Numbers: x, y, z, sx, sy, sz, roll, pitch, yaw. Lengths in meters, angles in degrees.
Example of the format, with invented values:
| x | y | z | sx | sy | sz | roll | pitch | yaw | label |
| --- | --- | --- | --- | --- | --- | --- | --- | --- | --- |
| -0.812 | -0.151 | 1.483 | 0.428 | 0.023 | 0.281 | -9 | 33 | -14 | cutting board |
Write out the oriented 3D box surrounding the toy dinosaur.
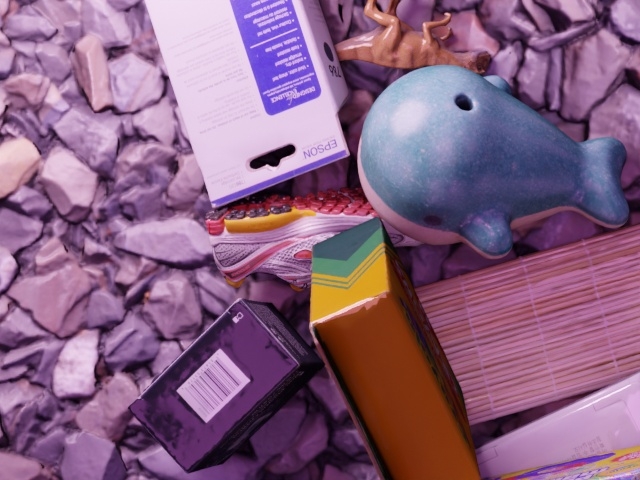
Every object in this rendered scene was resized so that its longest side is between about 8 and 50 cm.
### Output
| x | y | z | sx | sy | sz | roll | pitch | yaw | label |
| --- | --- | --- | --- | --- | --- | --- | --- | --- | --- |
| 0.065 | -0.201 | 1.953 | 0.211 | 0.064 | 0.112 | 1 | 89 | 9 | toy dinosaur |

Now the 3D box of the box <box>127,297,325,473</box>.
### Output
| x | y | z | sx | sy | sz | roll | pitch | yaw | label |
| --- | --- | --- | --- | --- | --- | --- | --- | --- | --- |
| -0.090 | 0.143 | 1.911 | 0.156 | 0.158 | 0.093 | -44 | 82 | 5 | box |

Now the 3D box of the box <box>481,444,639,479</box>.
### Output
| x | y | z | sx | sy | sz | roll | pitch | yaw | label |
| --- | --- | --- | --- | --- | --- | --- | --- | --- | --- |
| 0.230 | 0.345 | 1.723 | 0.290 | 0.177 | 0.279 | -15 | 89 | 25 | box |

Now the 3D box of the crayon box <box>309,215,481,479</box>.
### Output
| x | y | z | sx | sy | sz | roll | pitch | yaw | label |
| --- | --- | --- | --- | --- | --- | --- | --- | --- | --- |
| 0.066 | 0.117 | 1.767 | 0.081 | 0.318 | 0.202 | -24 | 104 | 7 | crayon box |

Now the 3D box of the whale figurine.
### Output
| x | y | z | sx | sy | sz | roll | pitch | yaw | label |
| --- | --- | --- | --- | --- | --- | --- | --- | --- | --- |
| 0.175 | -0.086 | 1.877 | 0.272 | 0.141 | 0.216 | 8 | 55 | -4 | whale figurine |

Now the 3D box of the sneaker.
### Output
| x | y | z | sx | sy | sz | roll | pitch | yaw | label |
| --- | --- | --- | --- | --- | --- | --- | --- | --- | --- |
| 0.000 | 0.000 | 1.954 | 0.225 | 0.088 | 0.093 | -4 | 109 | 7 | sneaker |

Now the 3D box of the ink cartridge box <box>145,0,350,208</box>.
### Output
| x | y | z | sx | sy | sz | roll | pitch | yaw | label |
| --- | --- | --- | --- | --- | --- | --- | --- | --- | --- |
| -0.081 | -0.212 | 1.957 | 0.165 | 0.065 | 0.333 | -19 | 83 | 20 | ink cartridge box |

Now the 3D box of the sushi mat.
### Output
| x | y | z | sx | sy | sz | roll | pitch | yaw | label |
| --- | --- | --- | --- | --- | --- | --- | --- | --- | --- |
| 0.218 | 0.089 | 1.939 | 0.316 | 0.019 | 0.151 | -17 | 86 | 7 | sushi mat |

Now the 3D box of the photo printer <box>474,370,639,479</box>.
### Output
| x | y | z | sx | sy | sz | roll | pitch | yaw | label |
| --- | --- | --- | --- | --- | --- | --- | --- | --- | --- |
| 0.284 | 0.306 | 1.852 | 0.256 | 0.107 | 0.307 | -29 | 83 | 23 | photo printer |
